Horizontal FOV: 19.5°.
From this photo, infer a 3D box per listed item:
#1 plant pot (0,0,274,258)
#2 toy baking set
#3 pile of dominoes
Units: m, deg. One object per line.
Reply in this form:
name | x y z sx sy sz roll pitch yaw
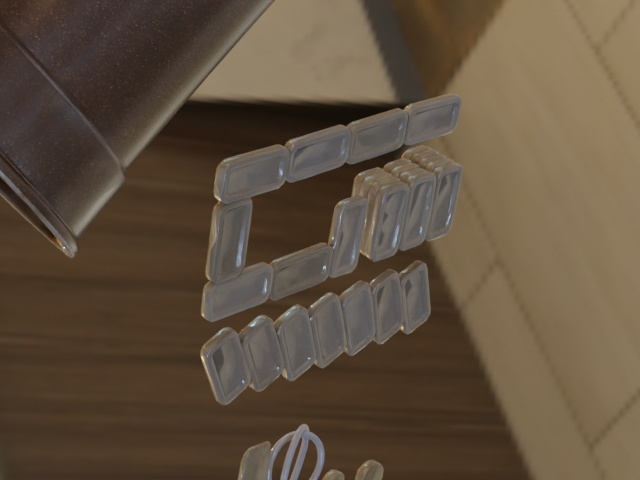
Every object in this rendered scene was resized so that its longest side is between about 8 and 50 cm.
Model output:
plant pot | -0.110 -0.109 0.817 0.165 0.167 0.167 -45 34 -9
toy baking set | -0.030 0.253 1.533 0.030 0.256 0.196 22 83 35
pile of dominoes | 0.000 0.000 1.291 0.040 0.251 0.196 31 124 35
